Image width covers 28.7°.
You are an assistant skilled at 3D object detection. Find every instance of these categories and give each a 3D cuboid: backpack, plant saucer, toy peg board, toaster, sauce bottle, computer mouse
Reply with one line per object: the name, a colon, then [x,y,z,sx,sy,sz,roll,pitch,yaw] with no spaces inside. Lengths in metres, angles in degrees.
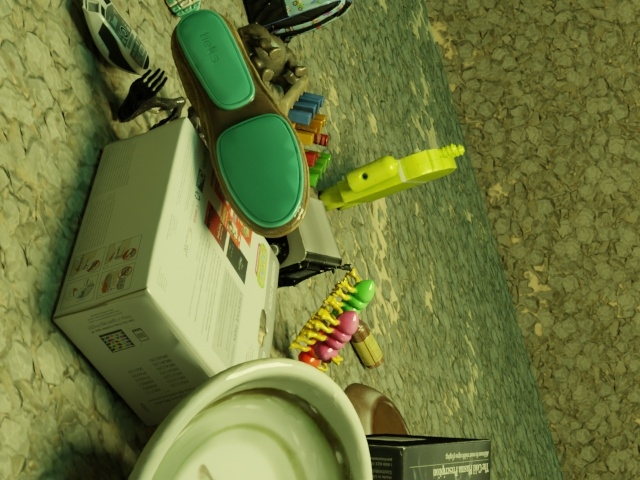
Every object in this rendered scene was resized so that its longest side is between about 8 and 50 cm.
backpack: [-0.036,-0.439,2.279,0.158,0.173,0.117,-16,89,-70]
plant saucer: [-0.102,0.324,1.406,0.400,0.100,0.400,-8,101,-47]
plant saucer: [0.116,0.393,2.177,0.310,0.050,0.310,55,25,-41]
toy peg board: [-0.024,-0.176,2.121,0.161,0.079,0.160,-62,164,-65]
toaster: [-0.069,0.012,1.801,0.186,0.168,0.110,12,61,-68]
sauce bottle: [0.074,0.173,2.257,0.042,0.042,0.128,-77,147,-56]
computer mouse: [-0.293,-0.288,1.639,0.193,0.042,0.106,56,20,-28]

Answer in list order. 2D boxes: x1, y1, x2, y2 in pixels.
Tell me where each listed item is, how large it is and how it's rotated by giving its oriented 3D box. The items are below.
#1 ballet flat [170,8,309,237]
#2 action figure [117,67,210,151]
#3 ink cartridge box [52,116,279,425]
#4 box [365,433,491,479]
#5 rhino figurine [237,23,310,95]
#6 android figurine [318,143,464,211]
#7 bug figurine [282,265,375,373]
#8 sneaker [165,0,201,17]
ballet flat: [-0.101,-0.133,1.582,0.124,0.116,0.342,89,-24,-65]
action figure: [-0.156,-0.143,1.743,0.276,0.141,0.164,20,44,-65]
ink cartridge box: [-0.172,0.057,1.532,0.272,0.130,0.309,57,24,-36]
box: [0.101,0.432,1.744,0.343,0.179,0.312,13,78,-62]
rhino figurine: [-0.075,-0.309,2.192,0.106,0.073,0.243,47,7,24]
android figurine: [0.137,-0.121,2.333,0.248,0.273,0.056,-7,77,-69]
bug figurine: [-0.001,0.156,1.836,0.072,0.216,0.279,36,23,1]
sneaker: [-0.217,-0.423,1.936,0.076,0.065,0.166,-27,101,-75]
